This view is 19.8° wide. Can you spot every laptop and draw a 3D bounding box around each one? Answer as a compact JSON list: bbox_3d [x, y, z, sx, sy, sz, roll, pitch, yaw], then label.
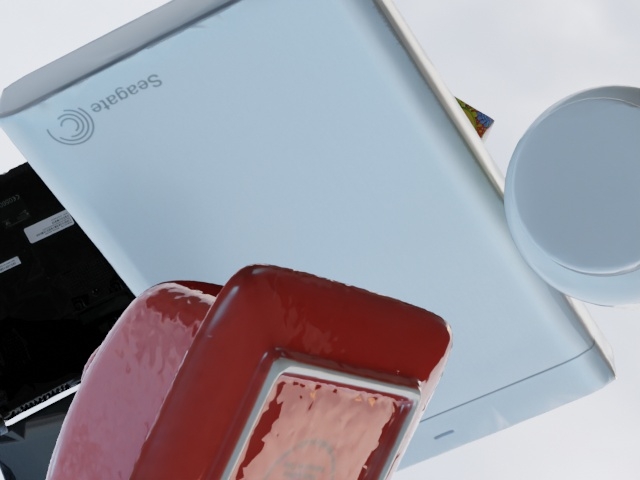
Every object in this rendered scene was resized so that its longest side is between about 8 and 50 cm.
[{"bbox_3d":[-0.166,0.074,1.379,0.234,0.136,0.264,-27,-102,-19],"label":"laptop"}]

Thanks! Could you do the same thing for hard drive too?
[{"bbox_3d":[0.000,0.000,1.119,0.353,0.233,0.047,55,-158,-30],"label":"hard drive"}]

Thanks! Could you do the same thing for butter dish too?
[{"bbox_3d":[-0.048,0.074,0.727,0.118,0.159,0.160,28,-174,35],"label":"butter dish"}]

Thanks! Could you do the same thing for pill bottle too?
[{"bbox_3d":[0.164,-0.021,0.994,0.117,0.117,0.208,45,-172,14],"label":"pill bottle"}]

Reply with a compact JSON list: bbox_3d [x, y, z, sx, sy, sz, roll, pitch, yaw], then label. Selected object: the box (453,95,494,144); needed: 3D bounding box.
[{"bbox_3d":[-0.036,-0.043,1.729,0.279,0.177,0.290,31,-123,6],"label":"box"}]
